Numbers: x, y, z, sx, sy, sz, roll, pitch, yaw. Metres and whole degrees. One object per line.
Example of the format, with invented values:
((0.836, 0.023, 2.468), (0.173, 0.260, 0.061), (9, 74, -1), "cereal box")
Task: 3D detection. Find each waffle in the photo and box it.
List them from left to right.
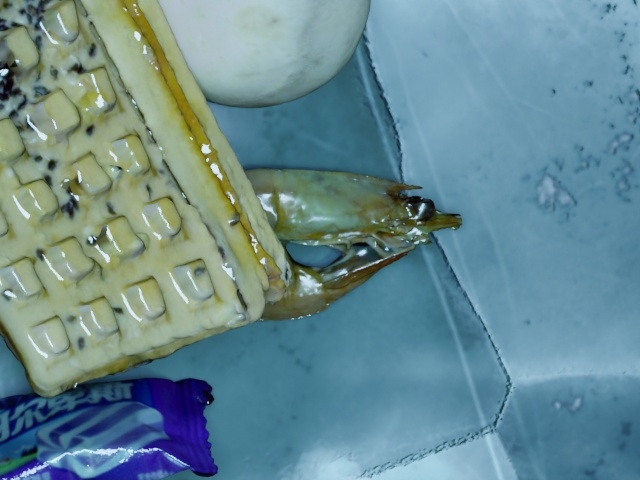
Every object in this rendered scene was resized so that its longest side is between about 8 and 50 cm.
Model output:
((-0.206, -0.075, 1.519), (0.261, 0.114, 0.376), (-19, 102, 33), "waffle")

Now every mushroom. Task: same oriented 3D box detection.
((-0.069, -0.237, 1.559), (0.246, 0.202, 0.246), (10, 121, 16), "mushroom")

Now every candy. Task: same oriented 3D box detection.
((-0.220, 0.176, 1.590), (0.275, 0.145, 0.070), (-6, 117, -11), "candy")

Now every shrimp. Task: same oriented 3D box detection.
((0.000, 0.000, 1.658), (0.267, 0.061, 0.145), (-8, 105, -14), "shrimp")
